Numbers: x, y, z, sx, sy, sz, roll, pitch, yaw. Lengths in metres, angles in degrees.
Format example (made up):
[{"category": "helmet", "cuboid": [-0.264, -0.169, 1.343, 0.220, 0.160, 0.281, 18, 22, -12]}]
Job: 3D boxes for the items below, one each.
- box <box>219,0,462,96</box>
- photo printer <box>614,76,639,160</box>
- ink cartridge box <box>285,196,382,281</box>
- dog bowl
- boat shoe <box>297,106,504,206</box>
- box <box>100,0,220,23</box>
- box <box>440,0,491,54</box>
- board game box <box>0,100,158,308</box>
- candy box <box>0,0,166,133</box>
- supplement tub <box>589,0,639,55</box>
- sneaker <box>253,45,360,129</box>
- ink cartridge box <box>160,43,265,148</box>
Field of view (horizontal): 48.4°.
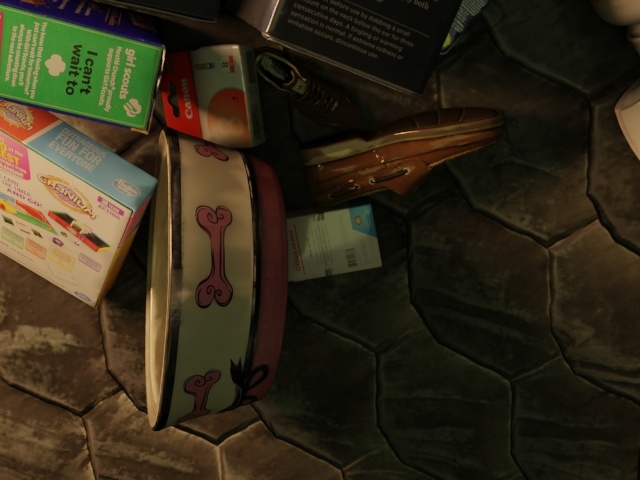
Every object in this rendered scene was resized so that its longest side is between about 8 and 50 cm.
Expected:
[{"category": "box", "cuboid": [0.055, -0.417, 0.855, 0.211, 0.293, 0.396, 15, 107, -26]}, {"category": "photo printer", "cuboid": [0.601, -0.198, 1.015, 0.256, 0.107, 0.307, 43, 104, -9]}, {"category": "ink cartridge box", "cuboid": [0.000, 0.000, 1.126, 0.180, 0.060, 0.104, -9, 106, 5]}, {"category": "dog bowl", "cuboid": [-0.156, 0.053, 0.993, 0.150, 0.408, 0.408, 2, 107, -16]}, {"category": "boat shoe", "cuboid": [0.124, -0.124, 1.069, 0.307, 0.111, 0.105, -9, 110, 16]}, {"category": "box", "cuboid": [-0.256, -0.471, 0.864, 0.312, 0.178, 0.344, 27, 111, 37]}, {"category": "box", "cuboid": [0.201, -0.394, 1.014, 0.136, 0.036, 0.225, 40, 103, -8]}, {"category": "board game box", "cuboid": [-0.389, -0.047, 1.040, 0.242, 0.064, 0.316, 33, 142, -7]}, {"category": "candy box", "cuboid": [-0.368, -0.259, 0.924, 0.317, 0.268, 0.122, 9, 111, -17]}, {"category": "supplement tub", "cuboid": [0.414, -0.426, 0.888, 0.241, 0.241, 0.331, -34, 102, 12]}, {"category": "sneaker", "cuboid": [-0.027, -0.220, 1.058, 0.188, 0.071, 0.066, 30, 105, -6]}, {"category": "ink cartridge box", "cuboid": [-0.173, -0.209, 1.049, 0.179, 0.045, 0.146, 2, 108, 26]}]
